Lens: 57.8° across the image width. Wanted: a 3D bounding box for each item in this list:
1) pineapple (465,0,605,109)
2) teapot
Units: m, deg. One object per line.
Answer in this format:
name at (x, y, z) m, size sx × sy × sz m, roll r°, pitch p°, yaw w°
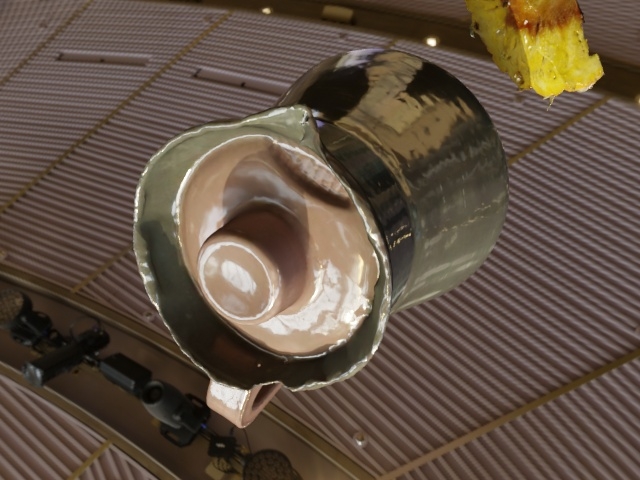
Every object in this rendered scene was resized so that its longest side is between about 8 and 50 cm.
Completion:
pineapple at (0.223, -0.261, 0.663) m, size 0.079 × 0.135 × 0.233 m, roll -29°, pitch -82°, yaw 3°
teapot at (0.000, 0.000, 0.603) m, size 0.305 × 0.376 × 0.361 m, roll 29°, pitch -150°, yaw 17°
